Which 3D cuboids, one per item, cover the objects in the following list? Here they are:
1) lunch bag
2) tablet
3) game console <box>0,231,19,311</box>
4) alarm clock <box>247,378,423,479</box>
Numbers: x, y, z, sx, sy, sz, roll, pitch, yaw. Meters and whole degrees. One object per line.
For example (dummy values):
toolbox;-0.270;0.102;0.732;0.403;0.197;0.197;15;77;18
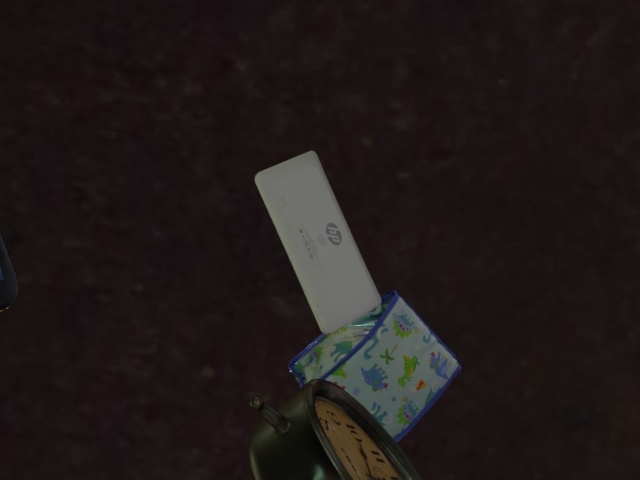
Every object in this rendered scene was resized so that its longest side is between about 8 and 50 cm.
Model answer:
lunch bag;0.063;0.143;1.810;0.151;0.096;0.129;-41;116;4
tablet;0.000;0.000;0.791;0.054;0.006;0.083;-27;94;-54
game console;-0.392;-0.037;1.593;0.173;0.250;0.293;-23;100;-18
alarm clock;0.022;0.150;0.953;0.064;0.129;0.192;-40;154;15
